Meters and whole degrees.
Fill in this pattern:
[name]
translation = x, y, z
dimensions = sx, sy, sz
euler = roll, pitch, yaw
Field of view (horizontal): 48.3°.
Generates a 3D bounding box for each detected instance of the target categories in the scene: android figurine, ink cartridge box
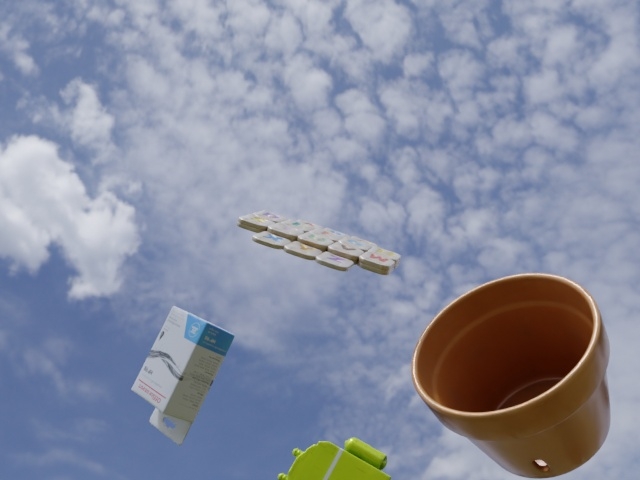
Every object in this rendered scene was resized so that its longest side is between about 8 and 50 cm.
[android figurine]
translation = 0.039, 0.542, 1.527
dimensions = 0.272, 0.248, 0.056
euler = 22, -26, 19
[ink cartridge box]
translation = -0.215, 0.201, 1.074
dimensions = 0.060, 0.104, 0.180
euler = 33, -103, -41

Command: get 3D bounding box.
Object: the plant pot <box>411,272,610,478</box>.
[plant pot]
translation = 0.311, 0.219, 1.092
dimensions = 0.290, 0.291, 0.204
euler = -26, -63, 15

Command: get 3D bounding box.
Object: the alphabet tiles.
[alphabet tiles]
translation = 0.000, 0.000, 1.272
dimensions = 0.283, 0.278, 0.021
euler = 18, -79, 14
